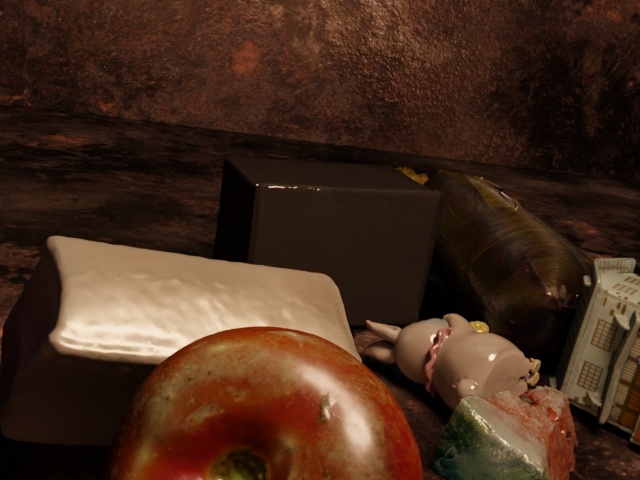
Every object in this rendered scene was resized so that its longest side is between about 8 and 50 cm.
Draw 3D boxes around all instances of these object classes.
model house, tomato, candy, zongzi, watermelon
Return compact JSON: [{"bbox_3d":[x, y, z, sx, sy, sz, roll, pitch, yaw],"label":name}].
[{"bbox_3d":[0.464,0.168,1.173,0.215,0.224,0.198,26,26,35],"label":"model house"},{"bbox_3d":[-0.045,0.213,0.698,0.270,0.270,0.223,13,-16,12],"label":"tomato"},{"bbox_3d":[-0.150,0.122,0.881,0.358,0.208,0.145,8,50,-28],"label":"candy"},{"bbox_3d":[0.391,0.047,1.468,0.432,0.208,0.403,8,36,-35],"label":"zongzi"},{"bbox_3d":[0.268,0.253,1.036,0.154,0.095,0.241,28,21,29],"label":"watermelon"}]

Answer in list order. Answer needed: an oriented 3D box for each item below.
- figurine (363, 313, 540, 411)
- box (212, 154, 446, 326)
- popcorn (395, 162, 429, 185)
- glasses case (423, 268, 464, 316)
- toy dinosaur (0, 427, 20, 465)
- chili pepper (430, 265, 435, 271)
[{"bbox_3d":[0.184,0.165,1.186,0.155,0.127,0.235,-25,31,-31],"label":"figurine"},{"bbox_3d":[0.000,0.000,1.399,0.345,0.251,0.204,2,18,-24],"label":"box"},{"bbox_3d":[0.196,-0.078,1.860,0.265,0.193,0.233,1,19,-10],"label":"popcorn"},{"bbox_3d":[0.243,0.096,1.570,0.204,0.047,0.070,24,21,40],"label":"glasses case"},{"bbox_3d":[-0.378,0.208,0.834,0.144,0.076,0.329,18,20,4],"label":"toy dinosaur"},{"bbox_3d":[0.297,0.054,1.707,0.256,0.074,0.100,7,14,-24],"label":"chili pepper"}]
